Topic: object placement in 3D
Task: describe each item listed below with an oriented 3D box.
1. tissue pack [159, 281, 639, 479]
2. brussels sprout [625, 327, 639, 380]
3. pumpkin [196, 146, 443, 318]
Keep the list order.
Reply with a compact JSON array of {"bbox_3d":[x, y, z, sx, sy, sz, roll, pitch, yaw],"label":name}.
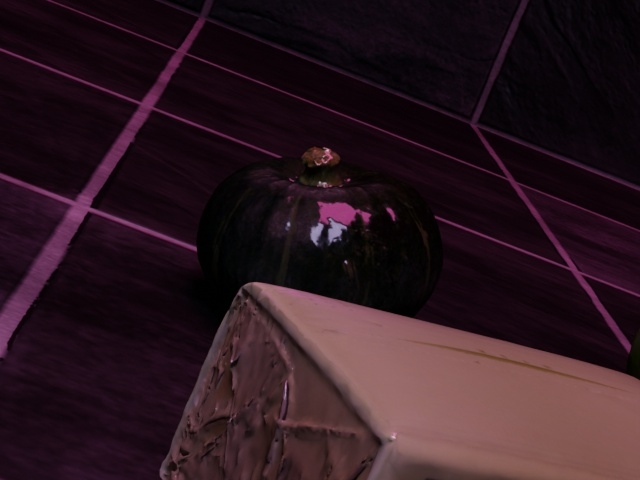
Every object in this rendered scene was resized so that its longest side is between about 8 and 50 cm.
[{"bbox_3d":[0.072,0.115,0.661,0.234,0.125,0.159,16,14,-28],"label":"tissue pack"},{"bbox_3d":[0.341,0.118,0.775,0.354,0.289,0.281,46,1,0],"label":"brussels sprout"},{"bbox_3d":[0.000,0.003,1.020,0.167,0.125,0.167,25,21,-10],"label":"pumpkin"}]
